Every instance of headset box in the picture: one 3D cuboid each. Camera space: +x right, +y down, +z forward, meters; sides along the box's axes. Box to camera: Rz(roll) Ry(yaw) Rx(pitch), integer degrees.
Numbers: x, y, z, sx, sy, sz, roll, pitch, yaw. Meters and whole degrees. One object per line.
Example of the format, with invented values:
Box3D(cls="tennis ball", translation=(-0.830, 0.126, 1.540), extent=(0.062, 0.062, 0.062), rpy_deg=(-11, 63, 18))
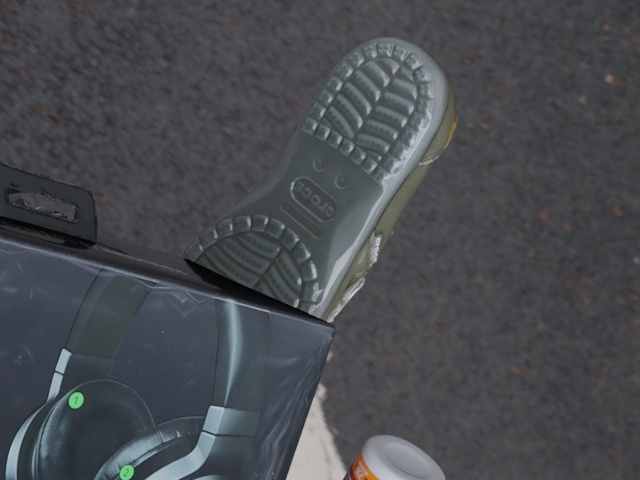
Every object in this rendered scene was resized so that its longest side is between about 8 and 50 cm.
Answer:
Box3D(cls="headset box", translation=(-0.154, 0.109, 0.646), extent=(0.246, 0.131, 0.283), rpy_deg=(16, 93, -40))

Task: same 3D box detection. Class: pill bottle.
Box3D(cls="pill bottle", translation=(0.045, 0.262, 1.424), extent=(0.086, 0.086, 0.152), rpy_deg=(15, 114, -35))

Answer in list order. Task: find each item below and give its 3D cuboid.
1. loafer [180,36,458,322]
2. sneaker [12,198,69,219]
Box3D(cls="loafer", translation=(0.000, 0.000, 0.879), extent=(0.251, 0.094, 0.087), rpy_deg=(-50, 157, 18))
Box3D(cls="sneaker", translation=(-0.243, 0.007, 1.393), extent=(0.065, 0.061, 0.158), rpy_deg=(-38, 153, 7))
